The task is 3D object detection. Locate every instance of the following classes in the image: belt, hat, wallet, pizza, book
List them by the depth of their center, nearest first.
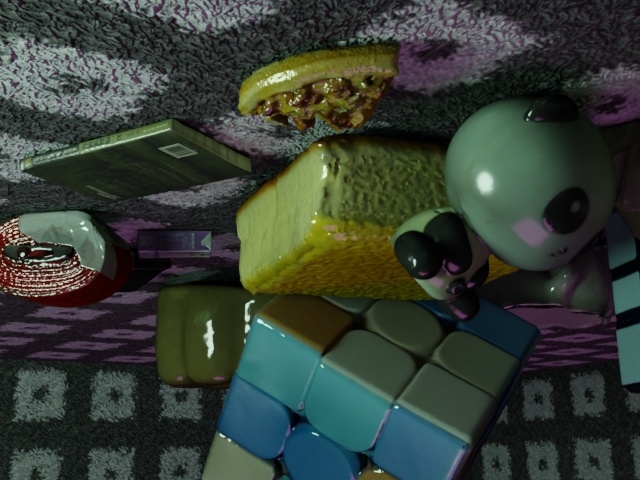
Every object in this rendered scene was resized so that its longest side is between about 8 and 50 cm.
[{"bbox_3d":[0.012,-0.141,0.904,0.175,0.046,0.134,-13,162,37],"label":"pizza"},{"bbox_3d":[0.368,-0.065,1.066,0.122,0.166,0.081,-21,159,-13],"label":"hat"},{"bbox_3d":[-0.219,-0.090,1.127,0.228,0.024,0.160,-9,163,28],"label":"book"},{"bbox_3d":[-0.384,0.027,1.369,0.201,0.128,0.124,-3,167,12],"label":"belt"},{"bbox_3d":[-0.366,0.058,1.679,0.149,0.044,0.250,1,166,-27],"label":"wallet"}]

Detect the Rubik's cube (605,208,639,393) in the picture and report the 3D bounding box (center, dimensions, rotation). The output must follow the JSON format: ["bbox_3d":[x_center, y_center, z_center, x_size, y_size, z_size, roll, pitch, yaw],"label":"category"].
[{"bbox_3d":[0.581,0.057,1.276,0.288,0.293,0.283,2,164,-8],"label":"Rubik's cube"}]

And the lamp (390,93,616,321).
[{"bbox_3d":[0.192,-0.037,0.984,0.244,0.198,0.198,-42,159,4],"label":"lamp"}]

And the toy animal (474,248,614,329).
[{"bbox_3d":[0.406,0.087,1.622,0.325,0.154,0.208,13,148,-20],"label":"toy animal"}]

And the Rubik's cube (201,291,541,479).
[{"bbox_3d":[0.078,0.248,1.423,0.344,0.346,0.347,28,-146,15],"label":"Rubik's cube"}]

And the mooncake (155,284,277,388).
[{"bbox_3d":[-0.149,0.205,1.896,0.378,0.200,0.378,3,172,0],"label":"mooncake"}]

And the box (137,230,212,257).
[{"bbox_3d":[-0.230,0.006,1.489,0.117,0.036,0.050,0,167,-7],"label":"box"}]

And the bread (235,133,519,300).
[{"bbox_3d":[0.084,-0.018,1.212,0.333,0.143,0.323,5,164,-25],"label":"bread"}]
